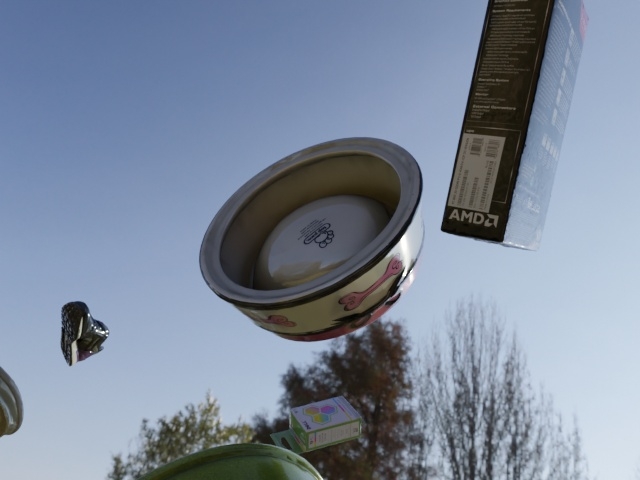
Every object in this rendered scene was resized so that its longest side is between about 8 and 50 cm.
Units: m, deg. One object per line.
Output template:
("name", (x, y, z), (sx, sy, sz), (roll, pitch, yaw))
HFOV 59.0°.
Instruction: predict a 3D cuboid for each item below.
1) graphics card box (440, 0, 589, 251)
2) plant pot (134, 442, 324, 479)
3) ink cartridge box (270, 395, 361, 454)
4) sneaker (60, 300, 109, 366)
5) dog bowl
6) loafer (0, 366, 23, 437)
("graphics card box", (0.285, -0.175, 0.806), (0.094, 0.371, 0.232), (12, 4, 32))
("plant pot", (-0.036, 0.422, 0.449), (0.353, 0.366, 0.366), (25, -17, 51))
("ink cartridge box", (-0.013, 0.465, 1.420), (0.209, 0.109, 0.062), (-7, -73, -23))
("sneaker", (-0.684, 0.254, 1.658), (0.124, 0.107, 0.283), (-17, -28, -38))
("dog bowl", (0.000, 0.000, 0.994), (0.407, 0.408, 0.150), (-6, -48, 27))
("loafer", (-0.574, 0.219, 0.898), (0.101, 0.092, 0.269), (-10, -67, 18))
